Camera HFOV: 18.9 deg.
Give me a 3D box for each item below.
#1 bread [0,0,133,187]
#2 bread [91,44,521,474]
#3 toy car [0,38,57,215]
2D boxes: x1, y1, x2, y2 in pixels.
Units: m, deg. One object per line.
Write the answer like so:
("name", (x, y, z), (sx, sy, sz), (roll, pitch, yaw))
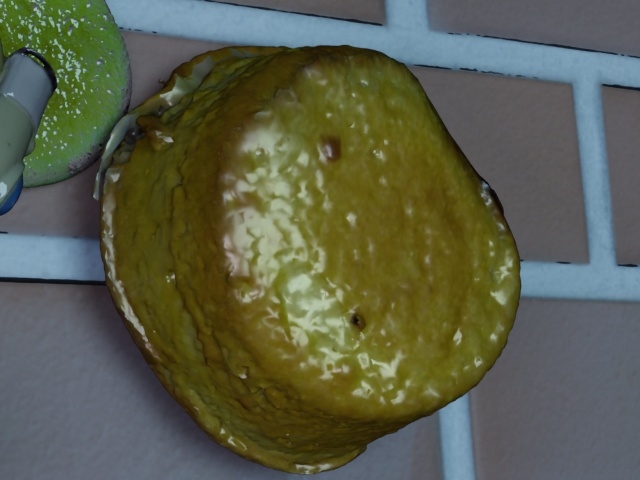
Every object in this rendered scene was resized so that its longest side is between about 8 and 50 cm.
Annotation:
("bread", (-0.249, -0.153, 1.554), (0.228, 0.033, 0.228), (10, 73, -33))
("bread", (-0.002, -0.002, 1.596), (0.358, 0.204, 0.337), (53, 50, -12))
("toy car", (-0.385, -0.085, 1.309), (0.336, 0.242, 0.226), (32, 60, -25))
